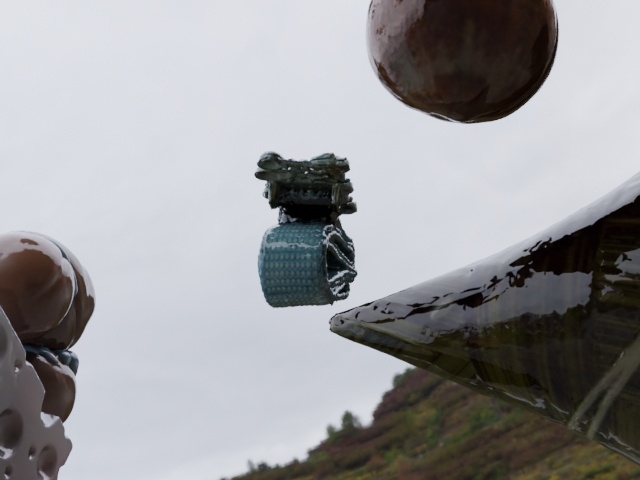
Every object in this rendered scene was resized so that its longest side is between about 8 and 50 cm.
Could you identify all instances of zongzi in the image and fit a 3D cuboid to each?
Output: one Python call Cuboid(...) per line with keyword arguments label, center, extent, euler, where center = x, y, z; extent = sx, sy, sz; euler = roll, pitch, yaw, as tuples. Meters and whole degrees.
Cuboid(label="zongzi", center=(0.150, -0.022, 0.385), extent=(0.111, 0.241, 0.247), euler=(11, -80, -75))

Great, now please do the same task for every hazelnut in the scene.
Cuboid(label="hazelnut", center=(0.061, -0.091, 0.358), extent=(0.086, 0.086, 0.086), euler=(-19, -25, -9))

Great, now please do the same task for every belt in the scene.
Cuboid(label="belt", center=(-0.005, 0.000, 0.596), extent=(0.065, 0.100, 0.179), euler=(1, -5, 7))

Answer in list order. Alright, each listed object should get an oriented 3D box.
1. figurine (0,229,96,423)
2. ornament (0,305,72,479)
Cuboid(label="figurine", center=(-0.462, 0.063, 1.054), extent=(0.248, 0.388, 0.276), euler=(-54, -25, -57))
Cuboid(label="ornament", center=(-0.431, 0.218, 0.804), extent=(0.239, 0.239, 0.239), euler=(-1, -52, 13))
